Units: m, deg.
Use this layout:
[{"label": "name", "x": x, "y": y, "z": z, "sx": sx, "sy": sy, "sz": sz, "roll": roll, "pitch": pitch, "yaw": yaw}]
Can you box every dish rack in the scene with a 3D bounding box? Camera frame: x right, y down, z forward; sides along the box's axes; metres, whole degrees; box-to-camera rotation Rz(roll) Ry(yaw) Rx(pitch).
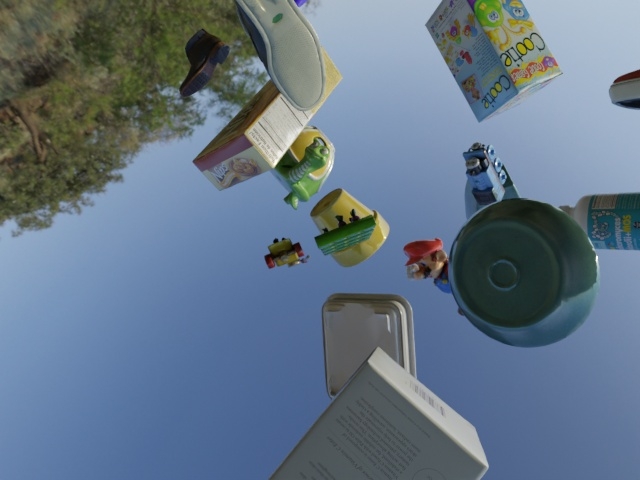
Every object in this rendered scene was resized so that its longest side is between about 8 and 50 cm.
[{"label": "dish rack", "x": 0.118, "y": 0.316, "z": 1.195, "sx": 0.286, "sy": 0.332, "sz": 0.072, "roll": -3, "pitch": 179, "yaw": 35}]

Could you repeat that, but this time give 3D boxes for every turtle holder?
[{"label": "turtle holder", "x": -0.077, "y": -0.260, "z": 1.358, "sx": 0.227, "sy": 0.243, "sz": 0.320, "roll": -42, "pitch": 169, "yaw": -3}]

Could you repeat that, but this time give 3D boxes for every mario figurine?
[{"label": "mario figurine", "x": 0.382, "y": 0.133, "z": 1.381, "sx": 0.198, "sy": 0.320, "sz": 0.170, "roll": -45, "pitch": -176, "yaw": 34}]

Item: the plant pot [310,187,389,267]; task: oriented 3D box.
[{"label": "plant pot", "x": 0.097, "y": -0.065, "z": 1.662, "sx": 0.254, "sy": 0.239, "sz": 0.254, "roll": -37, "pitch": -161, "yaw": 15}]

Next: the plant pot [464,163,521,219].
[{"label": "plant pot", "x": 0.556, "y": -0.119, "z": 1.381, "sx": 0.166, "sy": 0.234, "sz": 0.165, "roll": -17, "pitch": -133, "yaw": 15}]

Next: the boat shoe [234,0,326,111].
[{"label": "boat shoe", "x": -0.060, "y": -0.293, "z": 0.602, "sx": 0.084, "sy": 0.233, "sz": 0.079, "roll": -31, "pitch": -141, "yaw": 2}]

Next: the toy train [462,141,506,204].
[{"label": "toy train", "x": 0.455, "y": -0.184, "z": 1.190, "sx": 0.080, "sy": 0.184, "sz": 0.105, "roll": 1, "pitch": -126, "yaw": 44}]

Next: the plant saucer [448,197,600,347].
[{"label": "plant saucer", "x": 0.148, "y": 0.026, "z": 0.336, "sx": 0.021, "sy": 0.119, "sz": 0.119, "roll": 0, "pitch": -171, "yaw": -41}]

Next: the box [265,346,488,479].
[{"label": "box", "x": 0.058, "y": 0.378, "z": 0.681, "sx": 0.215, "sy": 0.168, "sz": 0.345, "roll": 40, "pitch": -86, "yaw": 14}]

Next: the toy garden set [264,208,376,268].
[{"label": "toy garden set", "x": 0.000, "y": 0.000, "z": 0.849, "sx": 0.204, "sy": 0.049, "sz": 0.244, "roll": -22, "pitch": 174, "yaw": 1}]

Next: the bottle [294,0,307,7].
[{"label": "bottle", "x": -0.123, "y": -0.607, "z": 0.865, "sx": 0.118, "sy": 0.283, "sz": 0.092, "roll": -54, "pitch": -170, "yaw": -27}]

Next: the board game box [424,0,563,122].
[{"label": "board game box", "x": 0.390, "y": -0.441, "z": 0.981, "sx": 0.142, "sy": 0.275, "sz": 0.144, "roll": -26, "pitch": 177, "yaw": -17}]

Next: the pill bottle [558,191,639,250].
[{"label": "pill bottle", "x": 0.750, "y": -0.048, "z": 1.081, "sx": 0.264, "sy": 0.146, "sz": 0.146, "roll": 1, "pitch": -139, "yaw": 46}]

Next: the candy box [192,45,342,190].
[{"label": "candy box", "x": -0.101, "y": -0.251, "z": 0.875, "sx": 0.183, "sy": 0.087, "sz": 0.316, "roll": -12, "pitch": -141, "yaw": 45}]

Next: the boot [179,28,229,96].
[{"label": "boot", "x": -0.399, "y": -0.571, "z": 1.380, "sx": 0.219, "sy": 0.106, "sz": 0.082, "roll": -46, "pitch": 173, "yaw": 5}]

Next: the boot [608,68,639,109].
[{"label": "boot", "x": 0.452, "y": -0.243, "z": 0.462, "sx": 0.089, "sy": 0.176, "sz": 0.244, "roll": 0, "pitch": -178, "yaw": -30}]
